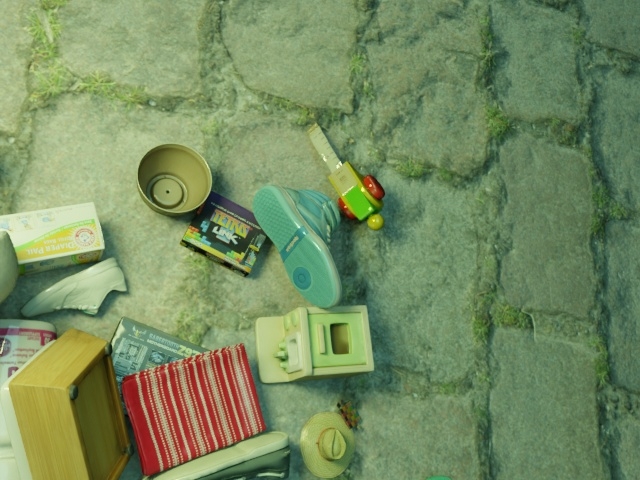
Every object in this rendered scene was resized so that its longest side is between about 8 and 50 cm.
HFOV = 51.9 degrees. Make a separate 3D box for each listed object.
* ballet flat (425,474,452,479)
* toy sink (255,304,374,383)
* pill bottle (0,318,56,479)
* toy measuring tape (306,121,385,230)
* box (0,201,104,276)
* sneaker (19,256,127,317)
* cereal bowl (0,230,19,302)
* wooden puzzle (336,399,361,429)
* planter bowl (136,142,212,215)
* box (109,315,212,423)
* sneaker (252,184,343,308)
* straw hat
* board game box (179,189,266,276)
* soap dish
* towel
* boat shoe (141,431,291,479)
[{"bbox_3d":[0.247,0.658,1.489,0.087,0.083,0.247,10,68,6],"label":"ballet flat"},{"bbox_3d":[-0.014,0.232,1.475,0.234,0.131,0.152,1,73,-22],"label":"toy sink"},{"bbox_3d":[-0.574,0.295,1.204,0.161,0.160,0.282,3,73,-22],"label":"pill bottle"},{"bbox_3d":[0.073,-0.156,1.665,0.121,0.121,0.330,-18,64,-26],"label":"toy measuring tape"},{"bbox_3d":[-0.553,0.001,1.332,0.203,0.114,0.103,-12,79,-27],"label":"box"},{"bbox_3d":[-0.497,0.118,1.345,0.212,0.080,0.094,-29,98,-29],"label":"sneaker"},{"bbox_3d":[-0.665,0.107,1.094,0.339,0.339,0.141,-25,106,-27],"label":"cereal bowl"},{"bbox_3d":[0.067,0.401,1.514,0.049,0.006,0.083,-26,84,-53],"label":"wooden puzzle"},{"bbox_3d":[-0.334,-0.122,1.465,0.162,0.109,0.162,7,72,-21],"label":"planter bowl"},{"bbox_3d":[-0.339,0.284,1.361,0.233,0.059,0.183,24,68,-15],"label":"box"},{"bbox_3d":[0.000,0.000,1.516,0.208,0.127,0.319,-9,64,-51],"label":"sneaker"},{"bbox_3d":[0.028,0.453,1.462,0.145,0.061,0.144,7,72,-20],"label":"straw hat"},{"bbox_3d":[-0.215,-0.016,1.516,0.170,0.048,0.141,28,66,-13],"label":"board game box"},{"bbox_3d":[-0.434,0.328,1.162,0.118,0.229,0.290,-6,104,5],"label":"soap dish"},{"bbox_3d":[-0.251,0.335,1.331,0.275,0.031,0.198,-12,87,-33],"label":"towel"},{"bbox_3d":[-0.203,0.479,1.328,0.320,0.116,0.099,-11,94,-28],"label":"boat shoe"}]
